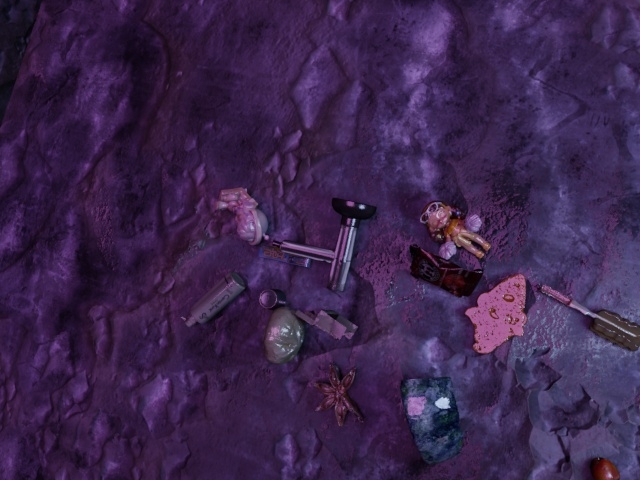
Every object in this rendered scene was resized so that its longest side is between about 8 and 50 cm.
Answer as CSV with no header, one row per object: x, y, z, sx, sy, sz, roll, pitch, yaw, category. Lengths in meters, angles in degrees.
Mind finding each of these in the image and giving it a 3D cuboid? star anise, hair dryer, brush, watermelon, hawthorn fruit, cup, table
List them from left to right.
-0.160,0.212,1.816,0.100,0.077,0.078,10,84,19,cup
0.005,-0.014,1.736,0.284,0.156,0.320,21,93,-11,hair dryer
0.022,0.266,1.708,0.175,0.146,0.062,31,92,20,table
0.056,0.508,1.703,0.172,0.063,0.207,-11,80,20,star anise
0.354,0.526,1.550,0.148,0.226,0.318,-17,109,15,watermelon
0.790,0.216,1.509,0.301,0.071,0.084,30,79,21,brush
0.791,0.647,1.429,0.077,0.077,0.077,-3,79,18,hawthorn fruit

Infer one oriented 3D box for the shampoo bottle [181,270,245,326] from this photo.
-0.396,0.227,1.886,0.262,0.085,0.085,-42,71,8,shampoo bottle

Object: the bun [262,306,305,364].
-0.117,0.324,1.726,0.118,0.195,0.195,14,85,14,bun

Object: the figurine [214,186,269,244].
-0.277,-0.081,1.871,0.141,0.162,0.236,-23,70,-31,figurine

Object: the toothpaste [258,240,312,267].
-0.124,0.046,1.850,0.193,0.044,0.070,11,85,20,toothpaste

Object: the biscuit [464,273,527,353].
0.556,0.226,1.596,0.183,0.043,0.280,28,85,17,biscuit

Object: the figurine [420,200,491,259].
0.430,-0.034,1.644,0.240,0.116,0.174,41,113,15,figurine

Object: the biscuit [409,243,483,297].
0.383,0.099,1.625,0.235,0.151,0.063,27,53,19,biscuit
